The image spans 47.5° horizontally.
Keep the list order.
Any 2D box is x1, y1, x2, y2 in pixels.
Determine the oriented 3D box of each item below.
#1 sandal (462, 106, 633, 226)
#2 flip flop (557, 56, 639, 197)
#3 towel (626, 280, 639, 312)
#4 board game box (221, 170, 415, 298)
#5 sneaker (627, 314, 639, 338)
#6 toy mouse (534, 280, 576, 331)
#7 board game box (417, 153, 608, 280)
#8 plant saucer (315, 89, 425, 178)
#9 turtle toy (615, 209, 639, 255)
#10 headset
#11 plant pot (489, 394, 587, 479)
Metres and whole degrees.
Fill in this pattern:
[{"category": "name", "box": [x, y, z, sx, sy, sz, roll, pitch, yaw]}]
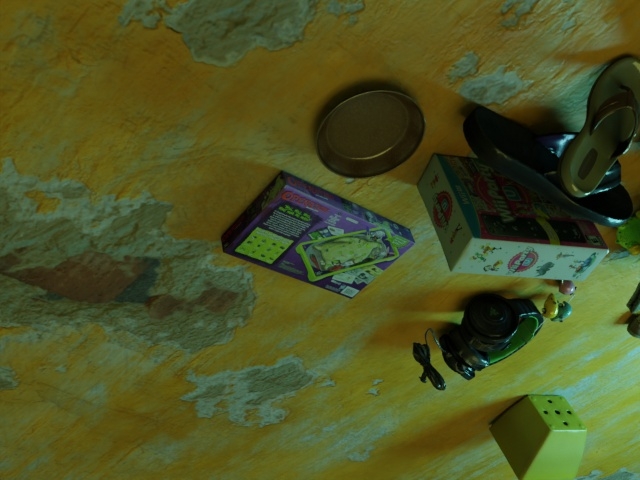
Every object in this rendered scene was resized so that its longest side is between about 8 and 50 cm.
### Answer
[{"category": "sandal", "box": [0.461, -0.141, 1.351, 0.446, 0.167, 0.107, 18, 134, -31]}, {"category": "flip flop", "box": [0.507, -0.198, 1.267, 0.112, 0.080, 0.277, 37, 76, -15]}, {"category": "towel", "box": [0.838, -0.001, 1.644, 0.312, 0.056, 0.324, -29, 146, -15]}, {"category": "board game box", "box": [0.000, 0.000, 1.466, 0.347, 0.056, 0.208, 23, 131, -36]}, {"category": "sneaker", "box": [0.940, 0.232, 1.994, 0.189, 0.066, 0.071, -2, 137, -15]}, {"category": "toy mouse", "box": [0.602, 0.150, 1.792, 0.143, 0.031, 0.160, -4, 115, -42]}, {"category": "board game box", "box": [0.363, -0.044, 1.390, 0.304, 0.224, 0.097, 3, 137, -21]}, {"category": "plant saucer", "box": [0.085, -0.193, 1.282, 0.199, 0.036, 0.198, -8, 140, -7]}, {"category": "turtle toy", "box": [0.729, -0.017, 1.641, 0.130, 0.095, 0.066, -20, 159, 5]}, {"category": "headset", "box": [0.389, 0.261, 1.769, 0.394, 0.185, 0.243, -2, 138, -32]}, {"category": "plant pot", "box": [0.686, 0.591, 2.228, 0.212, 0.212, 0.187, 7, 122, -23]}]
